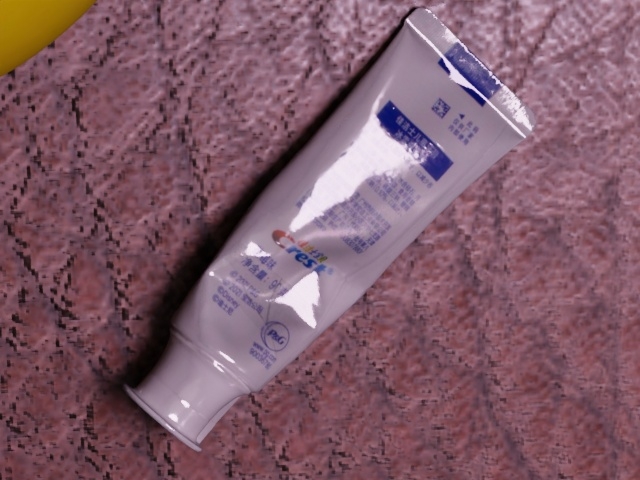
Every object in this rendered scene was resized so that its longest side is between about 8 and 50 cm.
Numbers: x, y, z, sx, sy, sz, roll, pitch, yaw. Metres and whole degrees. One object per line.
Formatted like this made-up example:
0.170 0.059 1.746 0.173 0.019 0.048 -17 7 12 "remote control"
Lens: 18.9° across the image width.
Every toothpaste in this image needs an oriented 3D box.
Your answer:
0.000 0.000 1.054 0.096 0.061 0.266 42 89 -17 "toothpaste"

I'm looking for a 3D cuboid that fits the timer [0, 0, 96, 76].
-0.259 -0.207 0.784 0.387 0.376 0.376 -13 109 -17 "timer"
